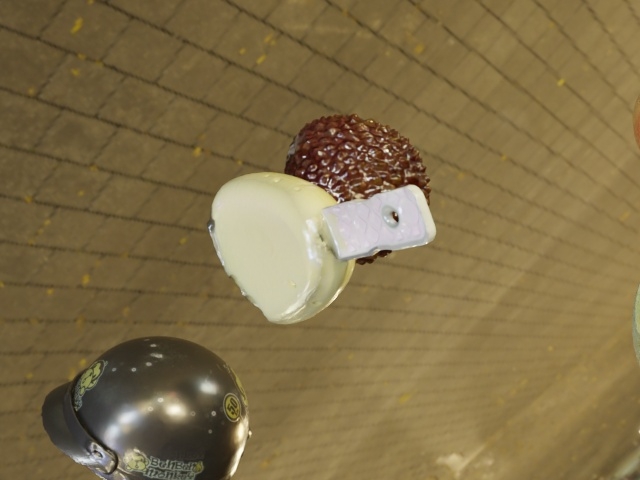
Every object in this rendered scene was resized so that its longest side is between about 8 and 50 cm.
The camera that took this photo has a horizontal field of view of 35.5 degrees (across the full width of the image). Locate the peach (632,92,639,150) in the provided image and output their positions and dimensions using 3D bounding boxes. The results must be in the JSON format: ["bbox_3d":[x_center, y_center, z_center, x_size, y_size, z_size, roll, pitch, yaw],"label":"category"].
[{"bbox_3d":[0.502,-0.157,1.326,0.184,0.184,0.184,-35,157,-18],"label":"peach"}]

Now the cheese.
[{"bbox_3d":[0.000,0.000,0.748,0.050,0.127,0.255,-22,-173,-32],"label":"cheese"}]

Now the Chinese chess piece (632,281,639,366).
[{"bbox_3d":[0.541,0.095,1.149,0.349,0.349,0.146,-41,126,-5],"label":"Chinese chess piece"}]

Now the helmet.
[{"bbox_3d":[-0.215,0.214,1.339,0.279,0.230,0.160,20,116,-21],"label":"helmet"}]

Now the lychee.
[{"bbox_3d":[0.039,-0.058,1.156,0.188,0.188,0.188,-35,157,-18],"label":"lychee"}]
